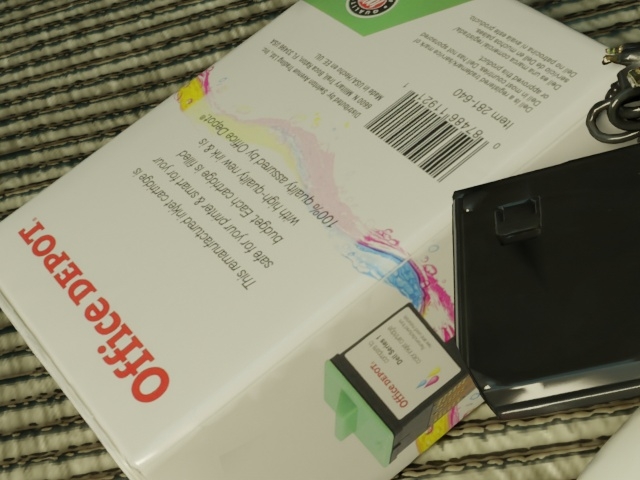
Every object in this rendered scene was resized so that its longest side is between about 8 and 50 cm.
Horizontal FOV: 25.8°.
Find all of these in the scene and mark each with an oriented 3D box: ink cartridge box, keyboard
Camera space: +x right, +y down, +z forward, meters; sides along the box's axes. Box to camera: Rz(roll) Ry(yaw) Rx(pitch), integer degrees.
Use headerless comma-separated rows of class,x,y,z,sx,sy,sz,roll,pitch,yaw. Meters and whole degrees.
ink cartridge box,0.000,0.000,0.676,0.278,0.117,0.201,-38,42,-10
keyboard,0.199,-0.032,0.496,0.317,0.033,0.202,-13,37,15

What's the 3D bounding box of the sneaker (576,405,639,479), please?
sneaker,0.237,0.107,0.420,0.322,0.130,0.236,-34,36,-12
